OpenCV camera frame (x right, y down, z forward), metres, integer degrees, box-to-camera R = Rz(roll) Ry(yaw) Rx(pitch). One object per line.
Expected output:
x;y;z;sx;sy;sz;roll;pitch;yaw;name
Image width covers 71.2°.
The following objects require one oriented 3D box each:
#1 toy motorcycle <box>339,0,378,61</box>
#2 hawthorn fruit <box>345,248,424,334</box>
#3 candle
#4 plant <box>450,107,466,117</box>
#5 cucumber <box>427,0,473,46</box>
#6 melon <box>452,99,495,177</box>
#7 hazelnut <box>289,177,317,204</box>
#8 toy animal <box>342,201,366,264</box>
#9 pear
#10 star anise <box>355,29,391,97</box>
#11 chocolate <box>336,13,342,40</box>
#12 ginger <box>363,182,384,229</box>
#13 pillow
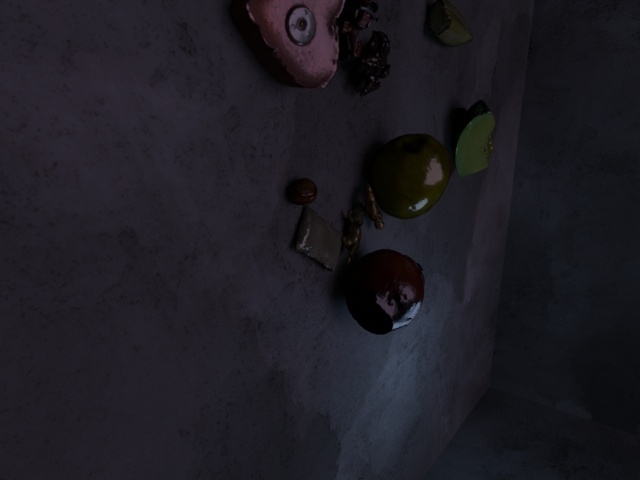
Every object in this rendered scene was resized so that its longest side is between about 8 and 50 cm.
0.111;-0.647;1.343;0.084;0.118;0.212;12;89;-45;toy motorcycle
0.224;0.178;1.574;0.316;0.316;0.315;-18;113;-51;hawthorn fruit
-0.084;-0.536;1.099;0.287;0.132;0.316;-15;114;-39;candle
0.678;-0.624;2.194;0.102;0.051;0.051;-29;121;-41;plant
0.550;-0.911;1.904;0.326;0.105;0.145;-14;83;-52;cucumber
0.766;-0.522;2.195;0.331;0.226;0.343;-46;134;-18;melon
-0.050;-0.139;1.294;0.086;0.086;0.085;-18;113;-51;hazelnut
0.118;-0.027;1.537;0.099;0.057;0.241;45;53;-68;toy animal
0.321;-0.213;1.632;0.287;0.288;0.375;-55;159;-31;pear
0.180;-0.568;1.436;0.214;0.099;0.219;100;14;-59;star anise
0.012;-0.619;1.247;0.125;0.080;0.148;-16;113;-52;chocolate
0.187;-0.108;1.600;0.176;0.053;0.193;-73;143;-71;ginger
0.000;0.000;1.418;0.230;0.050;0.148;38;58;-53;pillow
